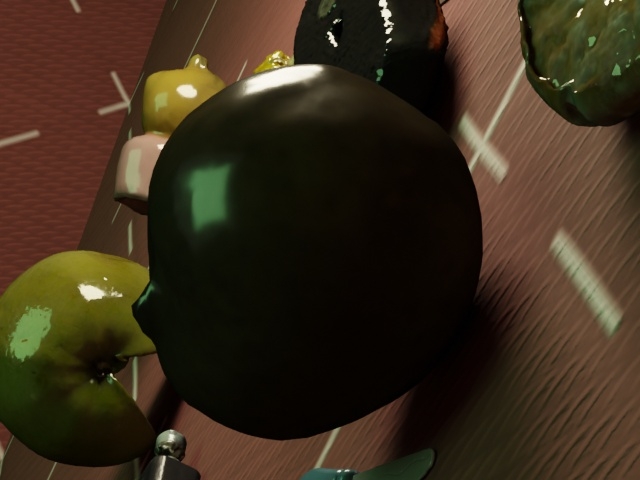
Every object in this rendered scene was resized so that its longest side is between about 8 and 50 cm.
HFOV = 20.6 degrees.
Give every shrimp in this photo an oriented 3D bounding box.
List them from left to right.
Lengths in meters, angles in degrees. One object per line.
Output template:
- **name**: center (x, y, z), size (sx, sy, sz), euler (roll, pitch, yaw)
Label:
- **shrimp**: center (0.225, -0.257, 1.299), size (0.221, 0.110, 0.446), euler (-50, 24, 35)

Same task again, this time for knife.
- **knife**: center (0.033, 0.206, 1.429), size (0.244, 0.032, 0.058), euler (-26, 40, 64)

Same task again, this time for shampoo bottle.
- **shampoo bottle**: center (-0.189, 0.330, 1.968), size (0.309, 0.071, 0.098), euler (-84, 21, -52)

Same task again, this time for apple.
- **apple**: center (-0.306, 0.158, 2.333), size (0.292, 0.292, 0.254), euler (-68, 15, -6)

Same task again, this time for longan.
- **longan**: center (-0.013, 0.011, 1.389), size (0.297, 0.297, 0.297), euler (-60, 15, 27)

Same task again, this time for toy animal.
- **toy animal**: center (-0.208, -0.139, 2.623), size (0.195, 0.169, 0.281), euler (148, 143, -80)

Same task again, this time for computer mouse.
- **computer mouse**: center (0.058, -0.179, 1.770), size (0.183, 0.116, 0.323), euler (-55, 25, 30)

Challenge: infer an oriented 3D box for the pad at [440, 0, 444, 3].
- **pad**: center (0.147, -0.331, 1.915), size (0.188, 0.006, 0.113), euler (-70, 14, -15)

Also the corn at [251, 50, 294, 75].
- **corn**: center (-0.073, -0.131, 2.251), size (0.262, 0.097, 0.097), euler (-63, 14, 18)
